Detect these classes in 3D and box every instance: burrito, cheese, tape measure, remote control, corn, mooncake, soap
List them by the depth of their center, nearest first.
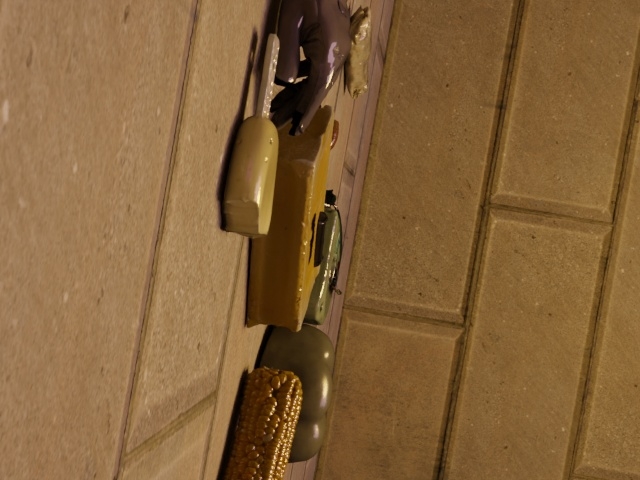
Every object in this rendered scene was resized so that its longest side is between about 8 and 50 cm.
[{"bbox_3d":[-0.079,-0.131,1.262,0.127,0.050,0.255,14,84,-83],"label":"cheese"},{"bbox_3d":[0.000,0.000,1.531,0.034,0.016,0.091,-80,177,-50],"label":"remote control"},{"bbox_3d":[-0.046,-0.035,1.547,0.199,0.091,0.315,-70,167,-56],"label":"soap"},{"bbox_3d":[-0.098,0.346,1.592,0.102,0.102,0.313,86,14,-67],"label":"corn"},{"bbox_3d":[-0.048,0.278,1.839,0.275,0.135,0.275,9,90,-88],"label":"mooncake"},{"bbox_3d":[-0.010,0.038,1.890,0.207,0.115,0.235,61,38,-77],"label":"tape measure"},{"bbox_3d":[0.086,-0.427,2.333,0.275,0.059,0.082,88,20,-63],"label":"burrito"}]

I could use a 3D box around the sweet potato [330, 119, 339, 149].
[{"bbox_3d":[0.007,-0.194,1.990,0.049,0.049,0.117,89,12,-61],"label":"sweet potato"}]

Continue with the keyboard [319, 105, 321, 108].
[{"bbox_3d":[-0.022,-0.169,1.917,0.074,0.015,0.196,50,49,-77],"label":"keyboard"}]

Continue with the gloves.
[{"bbox_3d":[-0.017,-0.281,1.362,0.142,0.119,0.285,8,94,-62],"label":"gloves"}]
